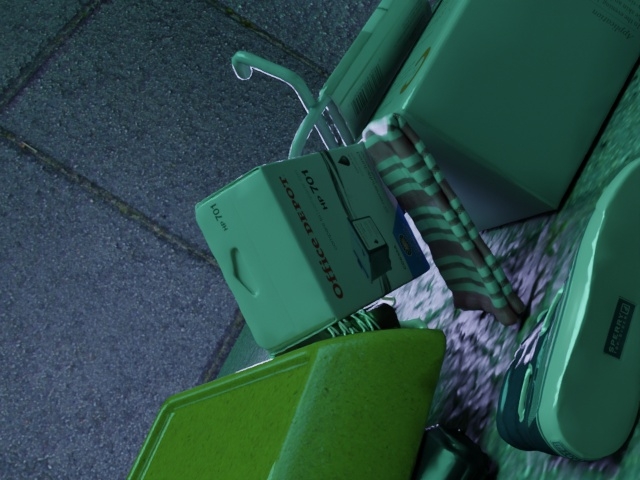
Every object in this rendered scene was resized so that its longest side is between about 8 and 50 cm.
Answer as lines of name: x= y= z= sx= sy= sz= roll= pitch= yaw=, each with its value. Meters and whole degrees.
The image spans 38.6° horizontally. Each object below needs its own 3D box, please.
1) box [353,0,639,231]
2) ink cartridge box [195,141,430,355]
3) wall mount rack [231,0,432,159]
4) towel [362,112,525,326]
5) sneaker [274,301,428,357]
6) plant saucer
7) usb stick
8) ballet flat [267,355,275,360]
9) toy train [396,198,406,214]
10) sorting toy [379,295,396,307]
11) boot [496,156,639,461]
box: x=0.201 y=-0.202 z=0.909 sx=0.345 sy=0.168 sz=0.215 roll=-59 pitch=6 yaw=-10
ink cartridge box: x=0.000 y=0.000 z=0.794 sx=0.082 sy=0.139 sz=0.191 roll=-28 pitch=-3 yaw=30
wall mount rack: x=0.037 y=-0.188 z=1.052 sx=0.350 sy=0.131 sz=0.304 roll=-57 pitch=-28 yaw=-15
towel: x=0.096 y=-0.018 z=0.777 sx=0.029 sy=0.197 sz=0.144 roll=-33 pitch=4 yaw=-4
sneaker: x=0.034 y=0.089 z=0.886 sx=0.086 sy=0.192 sz=0.064 roll=-48 pitch=50 yaw=17
plant saucer: x=-0.079 y=0.218 z=0.702 sx=0.333 sy=0.081 sz=0.332 roll=-26 pitch=33 yaw=45
usb stick: x=0.030 y=0.254 z=0.635 sx=0.278 sy=0.045 sz=0.077 roll=-59 pitch=14 yaw=-2
ballet flat: x=-0.036 y=0.250 z=0.935 sx=0.408 sy=0.147 sz=0.147 roll=-60 pitch=6 yaw=-37
toy train: x=0.180 y=-0.181 z=1.178 sx=0.333 sy=0.142 sz=0.190 roll=-57 pitch=-3 yaw=13
sorting toy: x=0.073 y=0.100 z=1.172 sx=0.062 sy=0.012 sz=0.083 roll=-64 pitch=10 yaw=-8
boot: x=0.159 y=0.037 z=0.541 sx=0.190 sy=0.069 sz=0.086 roll=-62 pitch=10 yaw=-16
